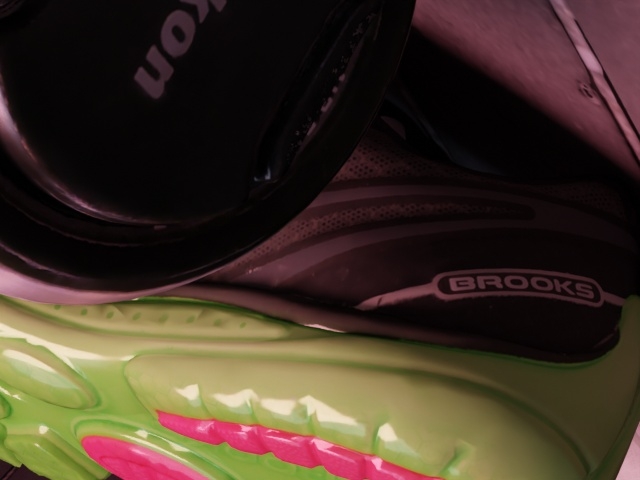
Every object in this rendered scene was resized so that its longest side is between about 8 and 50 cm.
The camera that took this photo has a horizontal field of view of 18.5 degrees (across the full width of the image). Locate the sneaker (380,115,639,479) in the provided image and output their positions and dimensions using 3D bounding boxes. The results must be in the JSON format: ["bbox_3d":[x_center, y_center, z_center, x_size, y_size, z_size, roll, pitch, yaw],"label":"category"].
[{"bbox_3d":[0.077,0.060,0.950,0.292,0.118,0.110,39,166,7],"label":"sneaker"}]

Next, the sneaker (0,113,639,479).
[{"bbox_3d":[-0.076,-0.004,0.873,0.483,0.202,0.185,19,147,22],"label":"sneaker"}]

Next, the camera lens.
[{"bbox_3d":[-0.116,-0.115,0.688,0.274,0.219,0.219,28,162,48],"label":"camera lens"}]
